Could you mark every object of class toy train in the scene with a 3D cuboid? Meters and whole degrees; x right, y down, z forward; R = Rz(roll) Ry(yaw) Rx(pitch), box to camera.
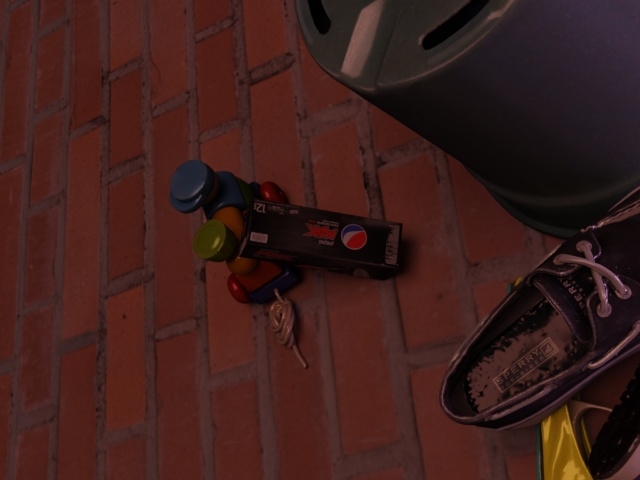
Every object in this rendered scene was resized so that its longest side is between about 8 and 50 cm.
[{"bbox_3d":[-0.088,0.023,0.942,0.105,0.143,0.248,-34,57,17],"label":"toy train"}]

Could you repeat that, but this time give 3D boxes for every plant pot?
[{"bbox_3d":[0.179,-0.196,0.700,0.341,0.334,0.341,-13,70,41],"label":"plant pot"}]

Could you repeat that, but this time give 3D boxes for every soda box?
[{"bbox_3d":[0.000,0.000,0.889,0.169,0.060,0.053,10,71,-10],"label":"soda box"}]

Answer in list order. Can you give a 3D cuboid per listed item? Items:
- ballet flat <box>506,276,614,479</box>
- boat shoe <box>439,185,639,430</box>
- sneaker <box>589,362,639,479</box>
[{"bbox_3d":[0.226,0.141,0.741,0.077,0.077,0.230,-14,71,29],"label":"ballet flat"},{"bbox_3d":[0.213,0.046,0.654,0.301,0.102,0.108,-45,59,22],"label":"boat shoe"},{"bbox_3d":[0.347,0.110,0.681,0.124,0.107,0.283,34,81,6],"label":"sneaker"}]
